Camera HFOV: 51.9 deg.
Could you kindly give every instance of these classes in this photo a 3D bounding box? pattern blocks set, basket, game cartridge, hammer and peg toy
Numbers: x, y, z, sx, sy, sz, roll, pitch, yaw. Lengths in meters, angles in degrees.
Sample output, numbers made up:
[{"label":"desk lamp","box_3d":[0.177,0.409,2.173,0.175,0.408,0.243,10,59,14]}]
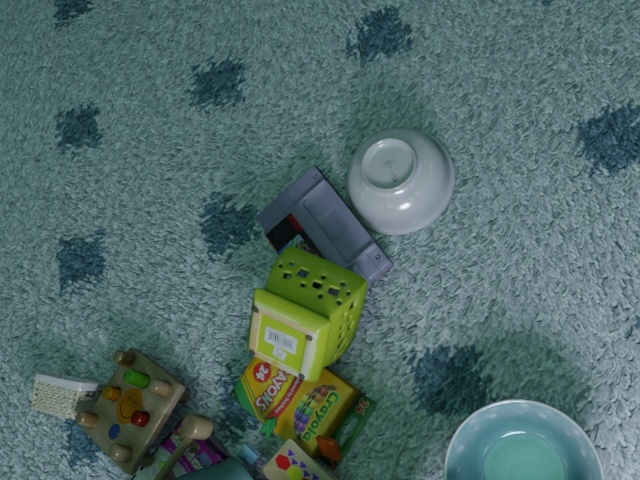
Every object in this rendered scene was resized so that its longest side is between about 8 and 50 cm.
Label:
[{"label":"pattern blocks set","box_3d":[-0.039,0.564,1.545,0.325,0.026,0.285,49,117,7]},{"label":"basket","box_3d":[-0.706,0.434,1.832,0.167,0.113,0.103,5,79,21]},{"label":"game cartridge","box_3d":[0.000,0.000,1.728,0.230,0.068,0.355,-40,66,6]},{"label":"hammer and peg toy","box_3d":[-0.457,0.454,1.671,0.361,0.127,0.266,23,79,41]}]

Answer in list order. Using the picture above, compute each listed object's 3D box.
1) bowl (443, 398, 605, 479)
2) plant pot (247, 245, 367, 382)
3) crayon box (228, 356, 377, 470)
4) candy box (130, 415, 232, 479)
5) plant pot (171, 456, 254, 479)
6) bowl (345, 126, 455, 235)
[{"label":"bowl","box_3d":[0.428,0.495,1.384,0.312,0.163,0.311,-6,73,19]},{"label":"plant pot","box_3d":[-0.045,0.184,1.556,0.228,0.207,0.227,23,127,17]},{"label":"crayon box","box_3d":[-0.046,0.392,1.627,0.318,0.081,0.202,31,86,24]},{"label":"candy box","box_3d":[-0.360,0.592,1.685,0.159,0.071,0.233,41,90,25]},{"label":"plant pot","box_3d":[-0.262,0.647,1.518,0.255,0.271,0.271,-31,62,-27]},{"label":"bowl","box_3d":[0.187,-0.172,1.680,0.298,0.134,0.297,-6,73,19]}]
